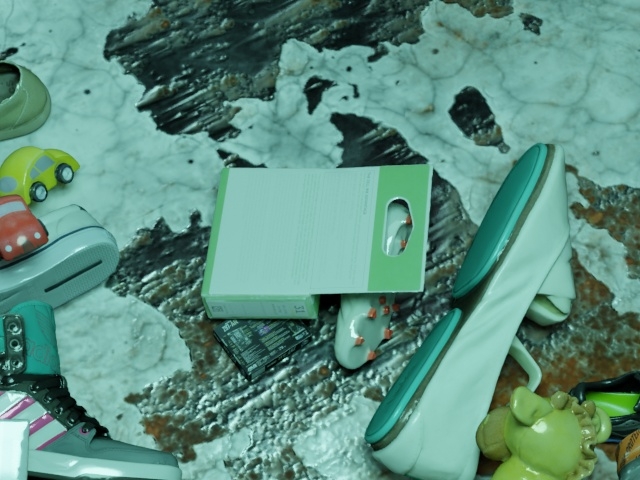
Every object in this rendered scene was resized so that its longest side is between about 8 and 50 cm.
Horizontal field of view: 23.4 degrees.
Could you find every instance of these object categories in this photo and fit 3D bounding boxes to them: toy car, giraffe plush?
[{"bbox_3d":[-0.379,-0.030,1.627,0.225,0.053,0.239,-15,24,9],"label":"toy car"},{"bbox_3d":[0.193,0.224,1.450,0.210,0.181,0.170,8,83,21],"label":"giraffe plush"}]

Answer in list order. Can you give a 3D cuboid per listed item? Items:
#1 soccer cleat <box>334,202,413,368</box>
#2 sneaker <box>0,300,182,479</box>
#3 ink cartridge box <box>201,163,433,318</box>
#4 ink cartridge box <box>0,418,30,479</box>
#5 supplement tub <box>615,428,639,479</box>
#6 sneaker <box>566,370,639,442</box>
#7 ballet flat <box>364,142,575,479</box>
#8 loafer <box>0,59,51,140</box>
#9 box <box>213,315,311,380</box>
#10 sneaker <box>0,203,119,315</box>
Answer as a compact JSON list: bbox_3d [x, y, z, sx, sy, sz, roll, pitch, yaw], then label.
[{"bbox_3d":[0.047,0.048,1.650,0.076,0.068,0.196,7,63,29],"label":"soccer cleat"},{"bbox_3d":[-0.271,0.153,1.538,0.295,0.124,0.178,9,75,4],"label":"sneaker"},{"bbox_3d":[0.000,0.000,1.639,0.235,0.056,0.171,0,55,10],"label":"ink cartridge box"},{"bbox_3d":[-0.399,0.296,1.434,0.239,0.060,0.275,4,77,-14],"label":"ink cartridge box"},{"bbox_3d":[0.380,0.330,1.433,0.193,0.193,0.316,-5,61,-5],"label":"supplement tub"},{"bbox_3d":[0.341,0.175,1.580,0.188,0.078,0.067,4,62,-1],"label":"sneaker"},{"bbox_3d":[0.186,0.085,1.609,0.139,0.139,0.400,26,68,11],"label":"ballet flat"},{"bbox_3d":[-0.434,-0.143,1.707,0.268,0.092,0.102,-21,64,-13],"label":"loafer"},{"bbox_3d":[-0.061,0.100,1.635,0.083,0.018,0.067,-33,68,-19],"label":"box"},{"bbox_3d":[-0.340,0.046,1.623,0.258,0.094,0.091,-25,47,-20],"label":"sneaker"}]
